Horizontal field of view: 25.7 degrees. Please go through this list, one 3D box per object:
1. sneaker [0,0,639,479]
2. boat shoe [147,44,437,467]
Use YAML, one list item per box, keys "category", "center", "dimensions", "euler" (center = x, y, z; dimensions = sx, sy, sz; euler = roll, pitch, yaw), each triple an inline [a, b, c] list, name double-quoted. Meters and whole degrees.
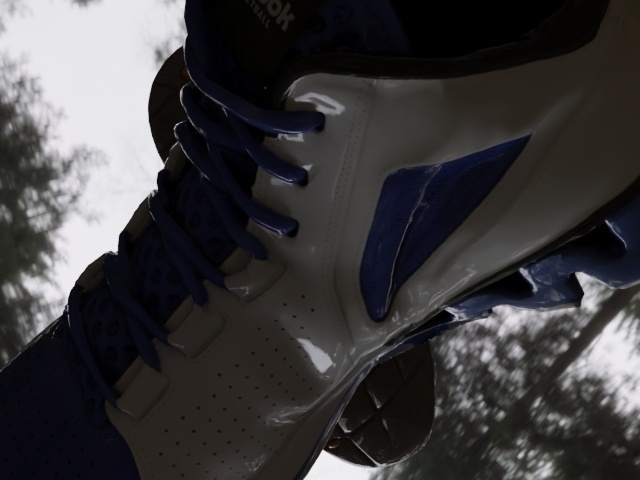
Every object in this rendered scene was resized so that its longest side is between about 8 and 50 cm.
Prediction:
- category: "sneaker"
  center: [-0.017, -0.020, 0.478]
  dimensions: [0.315, 0.182, 0.127]
  euler: [-33, -132, 5]
- category: "boat shoe"
  center: [0.000, 0.000, 1.037]
  dimensions: [0.132, 0.130, 0.355]
  euler: [-16, -70, 19]
